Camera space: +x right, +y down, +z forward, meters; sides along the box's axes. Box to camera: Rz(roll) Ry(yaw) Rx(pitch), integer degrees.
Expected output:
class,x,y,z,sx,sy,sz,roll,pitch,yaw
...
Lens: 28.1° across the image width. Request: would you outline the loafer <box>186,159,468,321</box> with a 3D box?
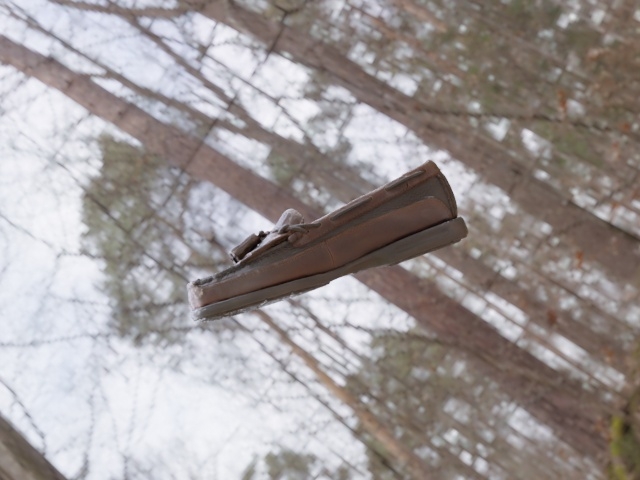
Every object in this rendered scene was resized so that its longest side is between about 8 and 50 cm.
class,x,y,z,sx,sy,sz,roll,pitch,yaw
loafer,0.000,0.000,0.543,0.125,0.039,0.045,-17,-3,-14
